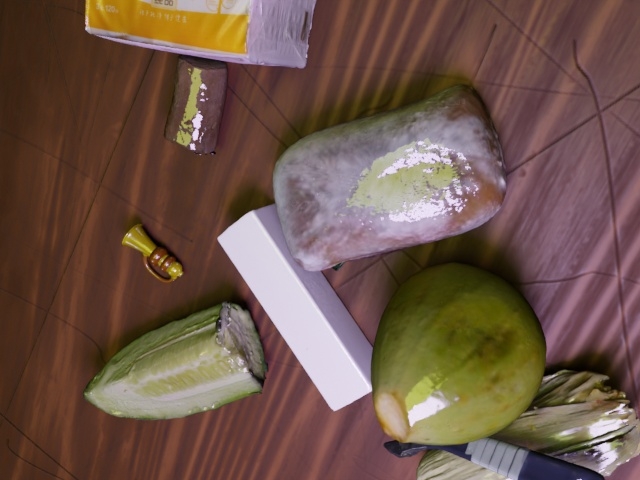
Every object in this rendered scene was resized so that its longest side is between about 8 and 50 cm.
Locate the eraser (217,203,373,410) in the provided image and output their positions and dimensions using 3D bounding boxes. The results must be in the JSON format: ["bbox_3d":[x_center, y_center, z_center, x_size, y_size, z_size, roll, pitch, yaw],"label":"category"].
[{"bbox_3d":[-0.025,0.092,0.817,0.076,0.078,0.298,-35,88,24],"label":"eraser"}]

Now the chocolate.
[{"bbox_3d":[0.072,-0.075,0.711,0.303,0.100,0.185,-17,86,22],"label":"chocolate"}]

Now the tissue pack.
[{"bbox_3d":[-0.144,-0.297,0.718,0.224,0.185,0.124,15,107,17],"label":"tissue pack"}]

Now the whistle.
[{"bbox_3d":[-0.275,0.030,0.923,0.109,0.046,0.057,44,99,1],"label":"whistle"}]

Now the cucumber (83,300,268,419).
[{"bbox_3d":[-0.234,0.206,0.916,0.325,0.105,0.145,-24,119,24],"label":"cucumber"}]

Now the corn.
[{"bbox_3d":[0.259,0.273,0.720,0.305,0.123,0.122,-39,84,23],"label":"corn"}]

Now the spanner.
[{"bbox_3d":[0.193,0.263,0.699,0.315,0.024,0.087,2,60,52],"label":"spanner"}]

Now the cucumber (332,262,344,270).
[{"bbox_3d":[0.000,0.000,0.804,0.105,0.048,0.048,32,112,16],"label":"cucumber"}]

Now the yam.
[{"bbox_3d":[-0.178,-0.196,0.813,0.084,0.084,0.127,21,112,16],"label":"yam"}]

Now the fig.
[{"bbox_3d":[0.162,0.142,0.670,0.207,0.230,0.207,5,116,11],"label":"fig"}]
